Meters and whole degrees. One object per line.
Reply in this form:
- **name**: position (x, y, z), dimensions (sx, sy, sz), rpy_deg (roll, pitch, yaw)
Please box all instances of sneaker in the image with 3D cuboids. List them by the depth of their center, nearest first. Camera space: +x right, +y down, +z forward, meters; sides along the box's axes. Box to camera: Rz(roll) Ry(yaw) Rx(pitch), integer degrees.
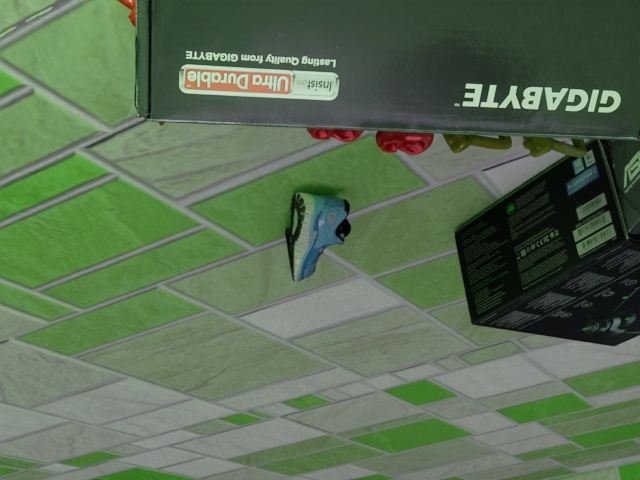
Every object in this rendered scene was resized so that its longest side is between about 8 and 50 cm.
- **sneaker**: position (0.000, 0.000, 1.083), dimensions (0.073, 0.063, 0.162), rpy_deg (-4, 154, -11)

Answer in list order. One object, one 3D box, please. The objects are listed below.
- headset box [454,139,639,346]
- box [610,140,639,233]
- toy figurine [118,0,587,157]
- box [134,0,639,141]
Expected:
- **headset box**: position (0.354, 0.018, 1.115), dimensions (0.283, 0.131, 0.246), rpy_deg (11, 149, -31)
- **box**: position (0.427, -0.119, 0.634), dimensions (0.319, 0.097, 0.395), rpy_deg (-3, 157, -7)
- **toy figurine**: position (0.071, -0.192, 0.579), dimensions (0.363, 0.191, 0.217), rpy_deg (4, 147, -23)
- **box**: position (0.055, -0.202, 0.474), dimensions (0.296, 0.073, 0.293), rpy_deg (2, 114, -10)
